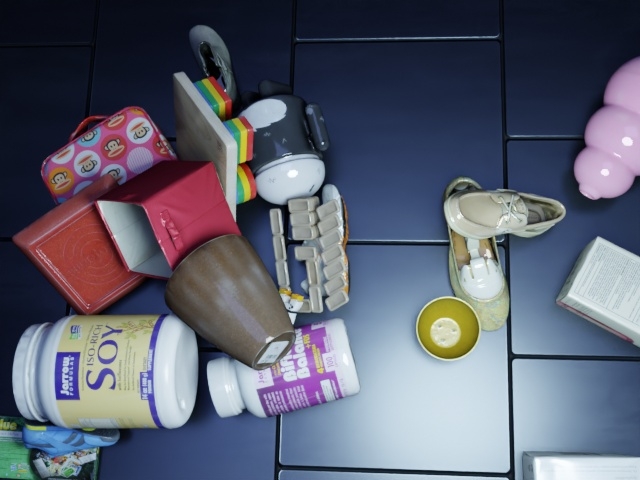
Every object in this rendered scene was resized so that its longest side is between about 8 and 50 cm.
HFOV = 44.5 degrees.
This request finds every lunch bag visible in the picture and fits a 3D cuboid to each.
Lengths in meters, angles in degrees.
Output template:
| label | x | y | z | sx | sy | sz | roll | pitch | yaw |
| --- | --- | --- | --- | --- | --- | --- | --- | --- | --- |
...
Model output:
| label | x | y | z | sx | sy | sz | roll | pitch | yaw |
| --- | --- | --- | --- | --- | --- | --- | --- | --- | --- |
| lunch bag | -0.488 | -0.169 | 1.810 | 0.293 | 0.120 | 0.258 | -31 | 77 | -3 |

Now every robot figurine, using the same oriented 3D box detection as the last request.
| label | x | y | z | sx | sy | sz | roll | pitch | yaw |
| --- | --- | --- | --- | --- | --- | --- | --- | --- | --- |
| robot figurine | -0.089 | -0.218 | 1.762 | 0.174 | 0.209 | 0.278 | -13 | 77 | -14 |

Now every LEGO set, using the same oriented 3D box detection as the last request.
| label | x | y | z | sx | sy | sz | roll | pitch | yaw |
| --- | --- | --- | --- | --- | --- | --- | --- | --- | --- |
| LEGO set | -0.114 | 0.146 | 1.705 | 0.227 | 0.087 | 0.093 | 19 | 95 | 42 |

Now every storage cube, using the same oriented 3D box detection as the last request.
| label | x | y | z | sx | sy | sz | roll | pitch | yaw |
| --- | --- | --- | --- | --- | --- | --- | --- | --- | --- |
| storage cube | -0.320 | -0.048 | 1.644 | 0.193 | 0.215 | 0.183 | -38 | 120 | -35 |

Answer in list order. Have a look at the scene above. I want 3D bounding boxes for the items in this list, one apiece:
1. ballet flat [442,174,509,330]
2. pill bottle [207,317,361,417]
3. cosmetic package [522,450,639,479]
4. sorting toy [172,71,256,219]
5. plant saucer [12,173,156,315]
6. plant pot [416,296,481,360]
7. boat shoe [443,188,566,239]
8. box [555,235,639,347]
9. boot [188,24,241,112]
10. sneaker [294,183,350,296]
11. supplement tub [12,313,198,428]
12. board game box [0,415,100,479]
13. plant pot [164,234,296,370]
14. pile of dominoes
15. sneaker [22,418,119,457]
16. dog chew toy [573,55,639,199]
| label | x | y | z | sx | sy | sz | roll | pitch | yaw |
| --- | --- | --- | --- | --- | --- | --- | --- | --- | --- |
| ballet flat | 0.334 | 0.022 | 1.699 | 0.123 | 0.123 | 0.348 | -10 | 77 | 3 |
| pill bottle | -0.078 | 0.277 | 1.651 | 0.302 | 0.169 | 0.169 | -15 | 77 | 1 |
| cosmetic package | 0.522 | 0.617 | 1.533 | 0.217 | 0.156 | 0.385 | 0 | 79 | 5 |
| sorting toy | -0.225 | -0.203 | 1.713 | 0.089 | 0.255 | 0.257 | -22 | 55 | -24 |
| plant saucer | -0.494 | 0.026 | 1.727 | 0.258 | 0.048 | 0.259 | -34 | 116 | -2 |
| plant pot | 0.272 | 0.193 | 1.676 | 0.134 | 0.095 | 0.134 | -1 | 77 | 5 |
| boat shoe | 0.389 | -0.062 | 1.640 | 0.302 | 0.098 | 0.109 | 4 | 71 | -34 |
| box | 0.642 | 0.117 | 1.645 | 0.232 | 0.127 | 0.148 | 29 | 81 | 10 |
| boot | -0.253 | -0.428 | 1.825 | 0.083 | 0.161 | 0.246 | -23 | 77 | -1 |
| sneaker | 0.000 | 0.000 | 1.746 | 0.121 | 0.099 | 0.262 | -3 | 76 | 9 |
| supplement tub | -0.443 | 0.275 | 1.647 | 0.331 | 0.241 | 0.241 | -1 | 77 | 4 |
| board game box | -0.617 | 0.461 | 1.730 | 0.260 | 0.030 | 0.136 | 3 | 80 | 6 |
| plant pot | -0.159 | 0.143 | 1.566 | 0.215 | 0.215 | 0.230 | -42 | 63 | -5 |
| pile of dominoes | -0.015 | 0.032 | 1.689 | 0.196 | 0.040 | 0.251 | -1 | 99 | 39 |
| sneaker | -0.539 | 0.429 | 1.690 | 0.209 | 0.069 | 0.082 | 6 | 104 | 0 |
| dog chew toy | 0.672 | -0.235 | 1.692 | 0.207 | 0.206 | 0.332 | 35 | 91 | 11 |
